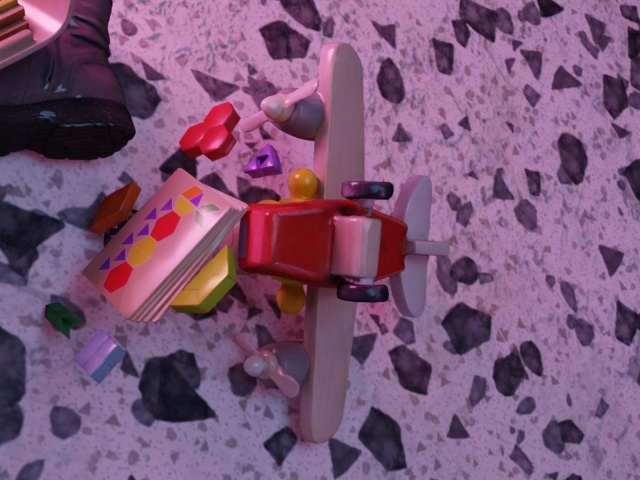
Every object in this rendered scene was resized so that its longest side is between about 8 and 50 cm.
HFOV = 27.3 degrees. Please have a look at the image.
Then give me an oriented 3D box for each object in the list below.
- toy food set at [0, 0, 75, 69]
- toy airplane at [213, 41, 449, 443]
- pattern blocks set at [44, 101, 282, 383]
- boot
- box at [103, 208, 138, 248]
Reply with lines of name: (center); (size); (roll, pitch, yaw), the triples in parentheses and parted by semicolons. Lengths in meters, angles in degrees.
toy food set: (-0.444, -0.247, 1.406); (0.219, 0.092, 0.306); (31, 50, 30)
toy airplane: (0.000, 0.000, 1.660); (0.384, 0.272, 0.386); (74, 26, -42)
pattern blocks set: (-0.175, 0.003, 1.482); (0.325, 0.285, 0.026); (-42, 128, 1)
boot: (-0.387, -0.210, 1.534); (0.338, 0.118, 0.223); (2, 63, -41)
box: (-0.231, 0.003, 1.608); (0.067, 0.018, 0.083); (14, 64, -33)
